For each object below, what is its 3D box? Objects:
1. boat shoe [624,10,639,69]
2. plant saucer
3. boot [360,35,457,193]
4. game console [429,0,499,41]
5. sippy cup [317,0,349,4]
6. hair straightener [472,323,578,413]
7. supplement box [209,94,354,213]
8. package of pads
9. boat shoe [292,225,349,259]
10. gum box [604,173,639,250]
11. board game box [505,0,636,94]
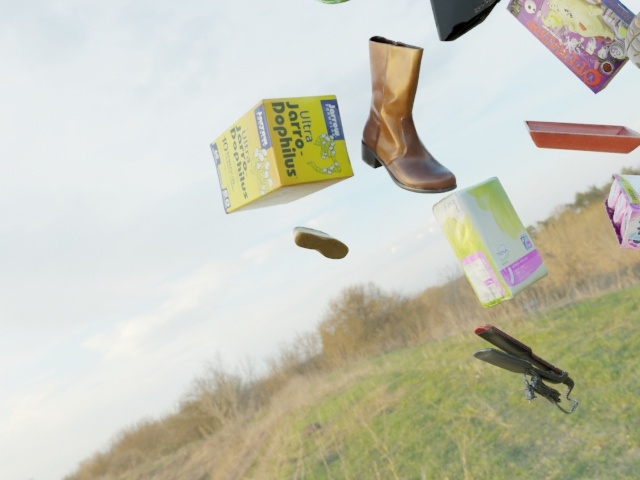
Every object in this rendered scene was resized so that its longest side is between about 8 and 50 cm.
[{"bbox_3d":[0.686,-0.416,1.025,0.116,0.123,0.324,-21,-7,-7],"label":"boat shoe"},{"bbox_3d":[0.647,-0.261,1.419,0.258,0.048,0.258,6,19,15],"label":"plant saucer"},{"bbox_3d":[0.192,-0.258,1.162,0.096,0.264,0.281,-18,-49,-28],"label":"boot"},{"bbox_3d":[0.254,-0.581,1.062,0.043,0.362,0.213,-12,-3,-22],"label":"game console"},{"bbox_3d":[0.025,-0.731,1.306,0.223,0.240,0.306,-14,-49,11],"label":"sippy cup"},{"bbox_3d":[0.330,0.220,0.898,0.047,0.230,0.089,-31,34,47],"label":"hair straightener"},{"bbox_3d":[-0.107,-0.199,1.373,0.195,0.194,0.356,-12,-1,-30],"label":"supplement box"},{"bbox_3d":[0.429,0.000,1.434,0.229,0.297,0.101,-19,-10,-43],"label":"package of pads"},{"bbox_3d":[0.000,0.000,1.487,0.170,0.059,0.063,22,-68,-32],"label":"boat shoe"},{"bbox_3d":[0.509,-0.045,0.864,0.107,0.062,0.188,9,27,15],"label":"gum box"},{"bbox_3d":[0.638,-0.559,1.428,0.056,0.347,0.208,-35,-16,-14],"label":"board game box"}]
